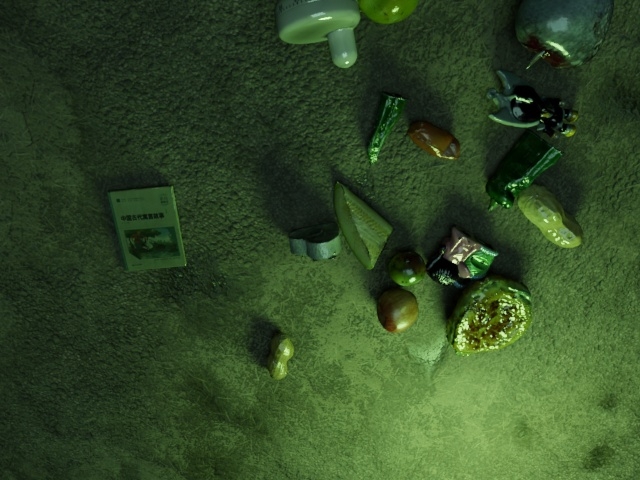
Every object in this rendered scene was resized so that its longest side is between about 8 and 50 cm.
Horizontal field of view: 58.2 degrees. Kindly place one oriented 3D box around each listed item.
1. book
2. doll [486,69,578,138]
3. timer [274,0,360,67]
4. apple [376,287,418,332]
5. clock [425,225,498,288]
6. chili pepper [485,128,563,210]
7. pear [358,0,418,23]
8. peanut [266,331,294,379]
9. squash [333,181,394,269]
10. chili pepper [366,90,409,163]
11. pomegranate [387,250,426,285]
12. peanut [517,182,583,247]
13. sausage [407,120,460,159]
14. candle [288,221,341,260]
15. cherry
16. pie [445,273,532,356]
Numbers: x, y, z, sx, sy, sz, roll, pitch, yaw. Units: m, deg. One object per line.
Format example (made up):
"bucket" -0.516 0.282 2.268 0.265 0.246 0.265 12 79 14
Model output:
"book" -0.558 -0.036 1.863 0.214 0.025 0.283 -6 114 1
"doll" 0.632 -0.399 1.722 0.316 0.103 0.145 15 106 -14
"timer" -0.003 -0.585 1.549 0.233 0.233 0.240 -11 95 2
"apple" 0.260 0.232 1.941 0.131 0.146 0.146 -17 113 -15
"clock" 0.464 0.072 1.908 0.194 0.100 0.195 28 109 -14
"chili pepper" 0.611 -0.203 1.794 0.136 0.099 0.270 42 112 18
"pear" 0.167 -0.669 1.575 0.180 0.166 0.216 36 133 -27
"peanut" -0.143 0.410 2.030 0.089 0.089 0.193 12 115 -7
"squash" 0.094 -0.045 1.840 0.252 0.093 0.169 39 61 -17
"chili pepper" 0.192 -0.337 1.757 0.088 0.059 0.227 10 115 -19
"pomegranate" 0.286 0.091 1.905 0.130 0.130 0.130 -1 112 -2
"peanut" 0.745 -0.076 1.846 0.274 0.125 0.111 39 87 -16
"sausage" 0.349 -0.308 1.764 0.179 0.089 0.089 28 108 -16
"candle" 0.000 0.000 1.841 0.168 0.192 0.068 -28 118 -39
"cherry" 0.667 -0.604 1.584 0.255 0.218 0.296 28 97 -13
"pie" 0.570 0.270 1.965 0.288 0.103 0.355 -8 125 -11
